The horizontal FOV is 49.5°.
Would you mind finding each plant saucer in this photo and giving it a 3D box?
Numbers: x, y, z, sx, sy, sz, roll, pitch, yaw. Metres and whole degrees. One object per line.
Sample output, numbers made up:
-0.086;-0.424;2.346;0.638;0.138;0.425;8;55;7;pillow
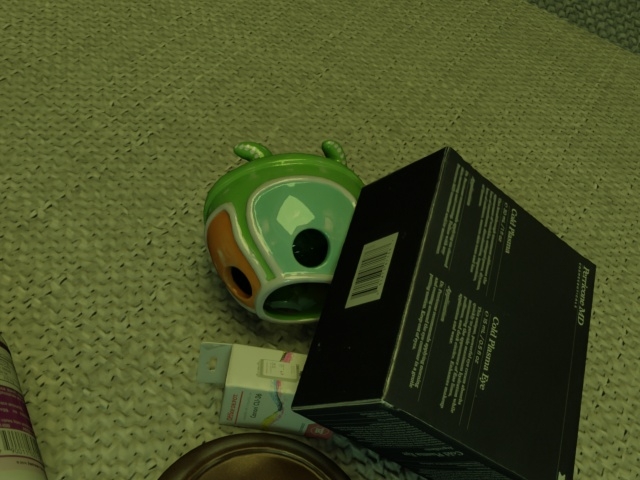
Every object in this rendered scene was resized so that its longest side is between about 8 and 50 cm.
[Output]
-0.072;0.366;0.832;0.311;0.050;0.310;7;47;-8;plant saucer

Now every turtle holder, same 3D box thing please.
-0.016;0.009;1.053;0.320;0.243;0.227;21;40;-35;turtle holder

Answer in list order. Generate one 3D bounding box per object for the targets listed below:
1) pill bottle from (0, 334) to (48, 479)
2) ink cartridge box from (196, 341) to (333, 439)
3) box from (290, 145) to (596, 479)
-0.433;0.198;0.799;0.169;0.169;0.301;-16;55;-27;pill bottle
-0.070;0.202;0.931;0.198;0.115;0.067;10;48;-5;ink cartridge box
0.176;0.119;0.899;0.313;0.179;0.343;33;59;-24;box
